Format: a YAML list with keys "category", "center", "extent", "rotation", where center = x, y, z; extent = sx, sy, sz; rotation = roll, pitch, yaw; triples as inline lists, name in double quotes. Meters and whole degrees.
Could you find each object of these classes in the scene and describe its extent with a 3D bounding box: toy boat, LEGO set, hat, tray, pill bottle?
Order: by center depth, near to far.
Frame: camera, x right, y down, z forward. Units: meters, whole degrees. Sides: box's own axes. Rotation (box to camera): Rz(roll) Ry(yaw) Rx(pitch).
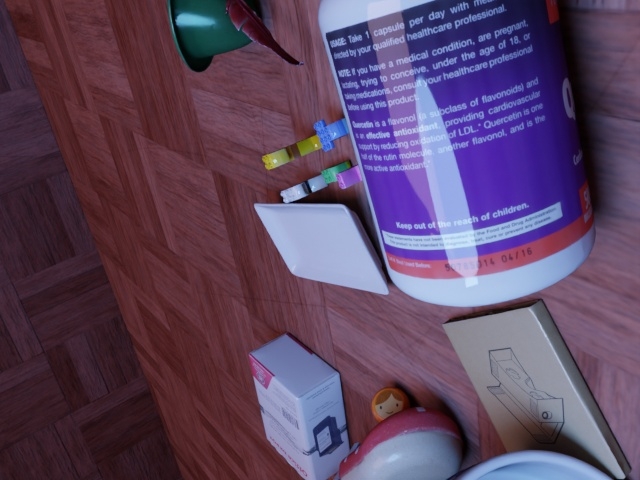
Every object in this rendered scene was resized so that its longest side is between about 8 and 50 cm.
- category: "pill bottle"
  center: [0.108, -0.121, 0.524]
  extent: [0.181, 0.181, 0.323]
  rotation: [12, 123, 56]
- category: "LEGO set"
  center: [-0.014, -0.101, 0.843]
  extent: [0.227, 0.093, 0.087]
  rotation: [-11, 104, 62]
- category: "hat"
  center: [-0.089, -0.309, 0.860]
  extent: [0.173, 0.183, 0.208]
  rotation: [14, -103, -78]
- category: "toy boat"
  center: [0.112, 0.291, 0.951]
  extent: [0.231, 0.151, 0.151]
  rotation: [115, 152, -56]
- category: "tray"
  center: [0.000, 0.000, 0.959]
  extent: [0.270, 0.030, 0.145]
  rotation: [6, 130, 58]

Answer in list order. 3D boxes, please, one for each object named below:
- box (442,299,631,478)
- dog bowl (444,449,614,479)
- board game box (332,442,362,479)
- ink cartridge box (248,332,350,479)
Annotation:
- category: "box"
  center: [0.236, 0.171, 0.729]
  extent: [0.201, 0.021, 0.164]
  rotation: [63, 152, 2]
- category: "dog bowl"
  center: [0.213, 0.353, 0.641]
  extent: [0.265, 0.265, 0.104]
  rotation: [54, 158, 17]
- category: "board game box"
  center: [0.094, 0.578, 0.998]
  extent: [0.050, 0.390, 0.390]
  rotation: [-22, 95, 25]
- category: "ink cartridge box"
  center: [-0.038, 0.328, 1.247]
  extent: [0.172, 0.100, 0.237]
  rotation: [30, 137, 47]
